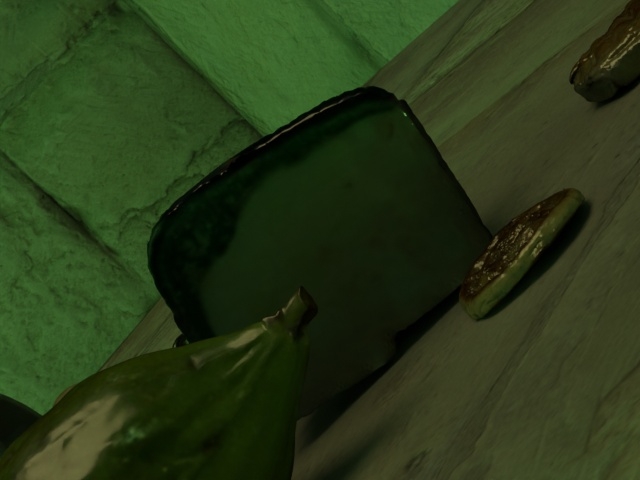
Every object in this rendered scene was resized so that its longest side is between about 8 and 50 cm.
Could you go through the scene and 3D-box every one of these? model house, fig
[{"bbox_3d":[0.002,0.002,1.661,0.298,0.243,0.284,-34,4,7],"label":"model house"},{"bbox_3d":[-0.123,0.197,1.377,0.314,0.233,0.233,-31,14,29],"label":"fig"}]

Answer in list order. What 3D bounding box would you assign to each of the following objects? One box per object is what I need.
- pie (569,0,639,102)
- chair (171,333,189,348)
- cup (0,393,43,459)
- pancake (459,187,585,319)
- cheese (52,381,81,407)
[{"bbox_3d":[0.337,-0.222,1.713,0.195,0.046,0.195,-45,9,9],"label":"pie"},{"bbox_3d":[-0.127,0.134,2.209,0.221,0.095,0.104,-40,8,48],"label":"chair"},{"bbox_3d":[-0.354,0.357,1.824,0.274,0.259,0.357,-46,-24,6],"label":"cup"},{"bbox_3d":[0.173,0.008,1.446,0.158,0.028,0.158,-47,5,5],"label":"pancake"},{"bbox_3d":[-0.190,0.204,1.731,0.218,0.117,0.235,1,11,34],"label":"cheese"}]
